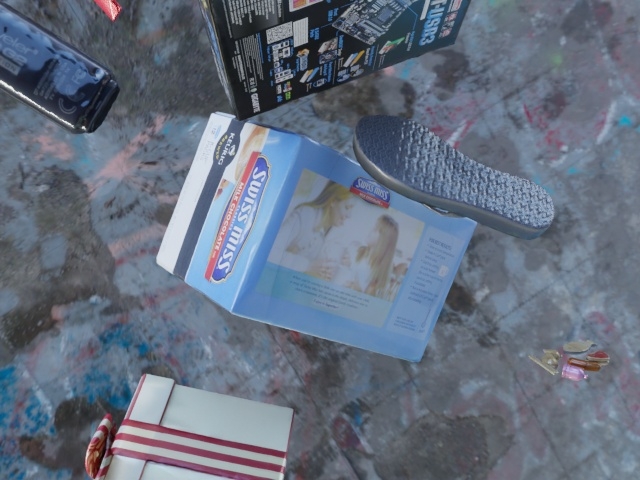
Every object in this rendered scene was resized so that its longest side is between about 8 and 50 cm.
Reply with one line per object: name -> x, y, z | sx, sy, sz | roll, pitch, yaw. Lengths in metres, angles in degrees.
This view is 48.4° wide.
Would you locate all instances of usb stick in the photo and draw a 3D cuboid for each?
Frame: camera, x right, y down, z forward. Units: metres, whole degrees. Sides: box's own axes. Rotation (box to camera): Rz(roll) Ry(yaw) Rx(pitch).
usb stick -> -0.329, -0.201, 0.697 | 0.278, 0.045, 0.077 | 32, 89, -1

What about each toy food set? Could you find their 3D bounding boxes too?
toy food set -> 0.359, 0.173, 1.007 | 0.122, 0.078, 0.019 | -6, 111, -23

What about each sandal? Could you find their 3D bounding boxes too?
sandal -> 0.148, -0.062, 0.833 | 0.254, 0.054, 0.097 | 26, 56, -4

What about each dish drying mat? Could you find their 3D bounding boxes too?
dish drying mat -> -0.356, -0.395, 1.148 | 0.083, 0.032, 0.008 | 47, 42, -3

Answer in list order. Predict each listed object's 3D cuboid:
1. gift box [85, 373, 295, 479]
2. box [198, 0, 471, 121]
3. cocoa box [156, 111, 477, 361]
gift box -> -0.189, 0.358, 0.953 | 0.258, 0.276, 0.255 | 13, 122, 0
box -> 0.025, -0.253, 0.739 | 0.293, 0.295, 0.073 | -23, 79, -5
cocoa box -> 0.000, 0.000, 0.989 | 0.347, 0.228, 0.232 | 21, 93, -39
